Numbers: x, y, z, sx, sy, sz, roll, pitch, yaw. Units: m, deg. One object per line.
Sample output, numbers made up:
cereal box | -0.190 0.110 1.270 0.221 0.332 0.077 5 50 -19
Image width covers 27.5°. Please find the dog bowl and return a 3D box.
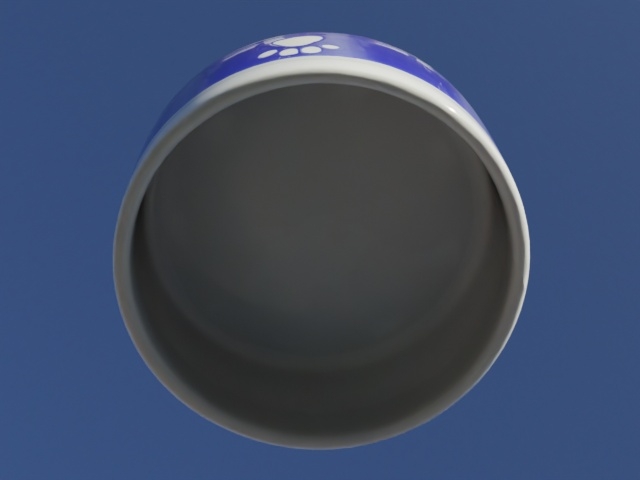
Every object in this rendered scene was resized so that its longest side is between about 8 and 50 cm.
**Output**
dog bowl | 0.000 0.000 0.867 0.264 0.104 0.265 -1 -67 -1
